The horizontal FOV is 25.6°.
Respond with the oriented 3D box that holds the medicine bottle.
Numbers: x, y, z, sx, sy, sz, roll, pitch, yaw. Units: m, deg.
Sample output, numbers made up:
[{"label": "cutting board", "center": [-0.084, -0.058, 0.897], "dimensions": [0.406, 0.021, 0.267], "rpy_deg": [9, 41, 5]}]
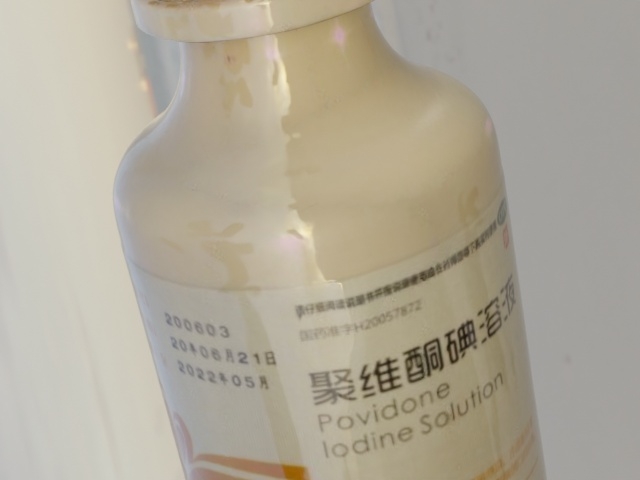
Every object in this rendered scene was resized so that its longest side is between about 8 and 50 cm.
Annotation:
[{"label": "medicine bottle", "center": [0.000, 0.000, 0.414], "dimensions": [0.114, 0.114, 0.252], "rpy_deg": [-114, 12, -65]}]
